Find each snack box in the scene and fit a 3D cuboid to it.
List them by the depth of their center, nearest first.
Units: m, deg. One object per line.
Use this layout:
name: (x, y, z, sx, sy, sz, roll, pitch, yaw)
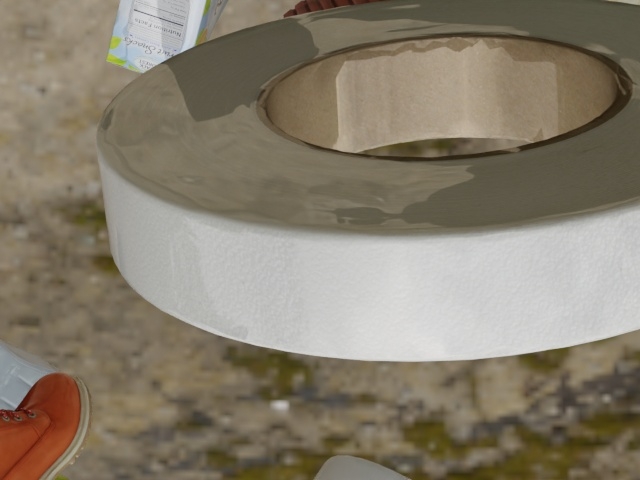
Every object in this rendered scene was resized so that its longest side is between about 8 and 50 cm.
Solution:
snack box: (-0.087, -0.247, 1.332, 0.070, 0.174, 0.207, 19, 129, 1)

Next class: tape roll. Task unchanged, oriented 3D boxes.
tape roll: (0.071, -0.051, 1.005, 0.392, 0.392, 0.072, -2, 114, 8)

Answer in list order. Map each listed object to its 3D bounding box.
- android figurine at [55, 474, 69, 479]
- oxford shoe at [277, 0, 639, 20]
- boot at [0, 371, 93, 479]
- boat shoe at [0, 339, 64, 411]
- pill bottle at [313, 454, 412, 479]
android figurine: (-0.257, 0.333, 2.100, 0.248, 0.056, 0.273, 20, 179, 38)
oxford shoe: (0.103, -0.131, 1.323, 0.397, 0.140, 0.146, -24, 143, 7)
boot: (-0.212, 0.133, 1.239, 0.059, 0.158, 0.084, -16, 122, 30)
boat shoe: (-0.281, 0.111, 1.438, 0.094, 0.109, 0.302, 33, 165, 24)
pill bottle: (-0.017, 0.402, 1.590, 0.224, 0.392, 0.224, 30, 159, 13)
